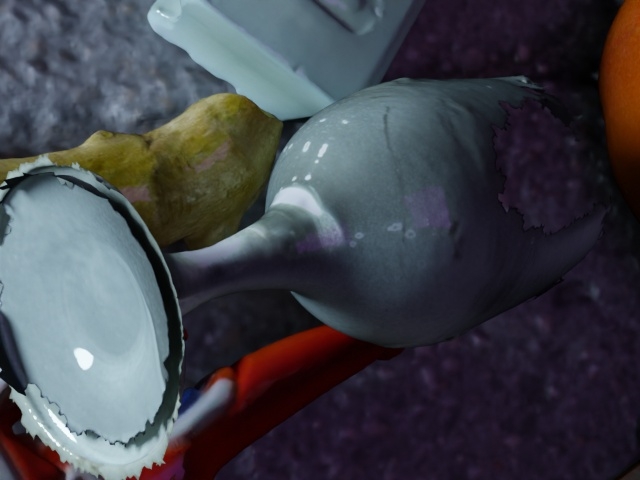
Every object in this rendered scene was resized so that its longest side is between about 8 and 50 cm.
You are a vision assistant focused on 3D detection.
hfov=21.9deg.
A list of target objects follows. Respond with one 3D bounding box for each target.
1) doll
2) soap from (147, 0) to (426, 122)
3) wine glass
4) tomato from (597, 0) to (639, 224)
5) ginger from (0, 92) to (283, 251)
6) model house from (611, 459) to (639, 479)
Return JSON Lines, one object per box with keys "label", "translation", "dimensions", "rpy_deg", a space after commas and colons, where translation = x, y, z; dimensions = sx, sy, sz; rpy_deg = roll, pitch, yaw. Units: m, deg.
{"label": "doll", "translation": [-0.109, 0.133, 0.790], "dimensions": [0.384, 0.099, 0.188], "rpy_deg": [-5, 84, -34]}
{"label": "soap", "translation": [0.007, -0.168, 0.903], "dimensions": [0.119, 0.066, 0.198], "rpy_deg": [35, 69, -17]}
{"label": "wine glass", "translation": [0.000, 0.000, 0.787], "dimensions": [0.321, 0.143, 0.143], "rpy_deg": [-20, 92, -42]}
{"label": "tomato", "translation": [0.295, -0.081, 0.978], "dimensions": [0.260, 0.180, 0.260], "rpy_deg": [6, 78, -29]}
{"label": "ginger", "translation": [-0.146, -0.018, 0.802], "dimensions": [0.299, 0.065, 0.118], "rpy_deg": [-16, 104, -27]}
{"label": "model house", "translation": [0.302, 0.157, 0.912], "dimensions": [0.326, 0.244, 0.169], "rpy_deg": [-29, 99, -27]}
